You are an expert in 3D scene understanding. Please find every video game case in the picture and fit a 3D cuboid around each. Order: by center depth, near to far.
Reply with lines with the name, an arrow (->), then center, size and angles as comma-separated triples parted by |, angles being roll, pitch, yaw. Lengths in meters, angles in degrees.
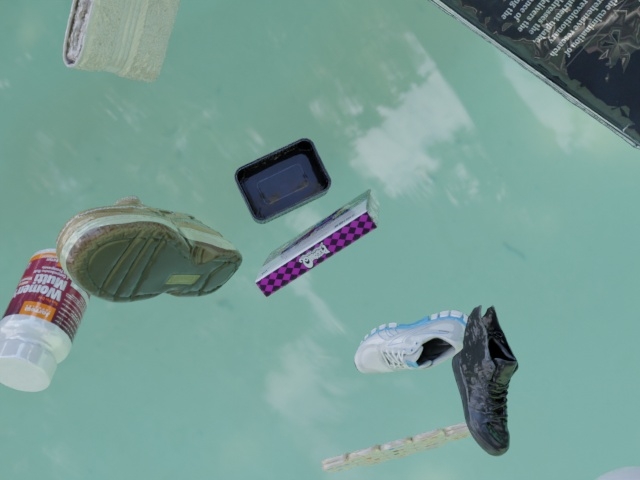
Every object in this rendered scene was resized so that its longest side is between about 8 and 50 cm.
video game case -> 0.000, 0.000, 1.519 | 0.232, 0.042, 0.210 | -33, 9, 11

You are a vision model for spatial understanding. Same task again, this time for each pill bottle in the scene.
pill bottle -> -0.461, 0.131, 1.416 | 0.121, 0.121, 0.221 | -18, 41, 28

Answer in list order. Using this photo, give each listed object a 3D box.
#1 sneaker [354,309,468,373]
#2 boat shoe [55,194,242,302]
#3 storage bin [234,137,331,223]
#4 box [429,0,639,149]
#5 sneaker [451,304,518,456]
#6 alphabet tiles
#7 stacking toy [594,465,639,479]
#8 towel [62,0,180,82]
sneaker -> 0.127, 0.160, 1.235 | 0.190, 0.071, 0.083 | -24, 17, 27
boat shoe -> -0.129, 0.000, 0.603 | 0.068, 0.190, 0.072 | -44, 71, 8
storage bin -> -0.079, -0.122, 1.778 | 0.180, 0.122, 0.084 | -26, -1, -4
box -> 0.369, -0.459, 1.237 | 0.297, 0.471, 0.480 | -49, 12, 35
sneaker -> 0.212, 0.173, 1.058 | 0.089, 0.051, 0.170 | -50, 47, 45
alphabet tiles -> 0.145, 0.379, 1.561 | 0.284, 0.278, 0.021 | -16, 71, 4
stacking toy -> 0.471, 0.256, 0.852 | 0.479, 0.351, 0.351 | -12, 38, -11
towel -> -0.260, -0.369, 1.208 | 0.049, 0.187, 0.282 | 22, 102, 26
